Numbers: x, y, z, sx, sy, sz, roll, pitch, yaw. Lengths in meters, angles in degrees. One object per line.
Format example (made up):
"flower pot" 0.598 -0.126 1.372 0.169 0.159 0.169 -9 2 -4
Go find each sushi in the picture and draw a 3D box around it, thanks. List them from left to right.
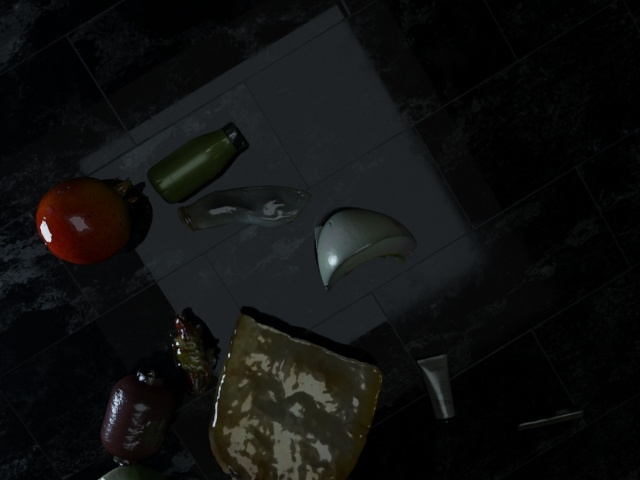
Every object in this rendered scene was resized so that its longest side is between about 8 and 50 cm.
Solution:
"sushi" -0.333 0.303 1.511 0.097 0.103 0.226 -11 99 25

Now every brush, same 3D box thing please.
"brush" 0.653 0.507 1.615 0.190 0.028 0.034 -15 132 3

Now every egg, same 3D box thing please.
"egg" 0.099 -0.006 1.467 0.271 0.206 0.162 -24 64 -10

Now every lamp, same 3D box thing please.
"lamp" -0.469 0.455 1.482 0.180 0.180 0.258 18 91 -4

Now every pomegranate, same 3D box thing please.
"pomegranate" -0.569 -0.060 1.411 0.221 0.221 0.257 45 63 -6

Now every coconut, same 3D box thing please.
"coconut" -0.494 0.694 1.466 0.204 0.236 0.236 -2 96 -42

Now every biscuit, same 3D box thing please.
"biscuit" -0.071 0.458 1.493 0.429 0.104 0.446 16 75 -8

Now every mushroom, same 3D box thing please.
"mushroom" -0.198 -0.086 1.488 0.351 0.097 0.109 -4 92 1

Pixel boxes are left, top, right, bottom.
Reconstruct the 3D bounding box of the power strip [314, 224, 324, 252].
"power strip" 0.000 0.000 1.540 0.027 0.017 0.083 -4 95 -2

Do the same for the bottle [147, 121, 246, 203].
"bottle" -0.312 -0.206 1.459 0.260 0.112 0.112 -35 96 0

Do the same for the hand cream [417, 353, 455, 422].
"hand cream" 0.332 0.417 1.580 0.087 0.054 0.186 -13 89 -6
